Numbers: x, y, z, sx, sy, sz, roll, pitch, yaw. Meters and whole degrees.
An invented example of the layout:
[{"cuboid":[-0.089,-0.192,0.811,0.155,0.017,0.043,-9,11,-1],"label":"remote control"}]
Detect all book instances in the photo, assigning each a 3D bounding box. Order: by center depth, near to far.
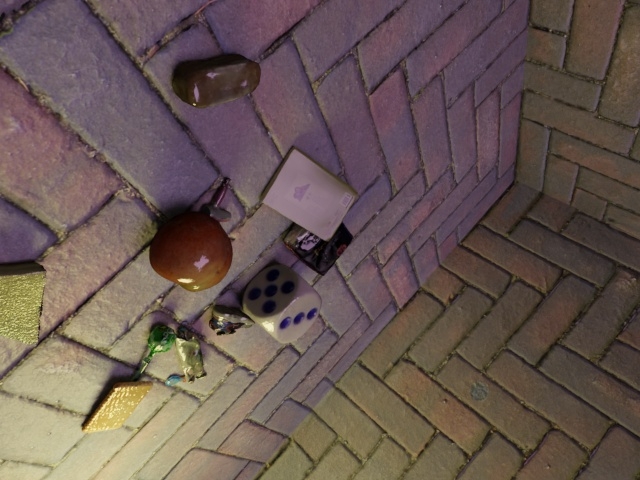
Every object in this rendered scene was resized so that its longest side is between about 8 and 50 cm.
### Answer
[{"cuboid":[-0.033,-0.168,1.751,0.352,0.035,0.239,31,93,-34],"label":"book"}]

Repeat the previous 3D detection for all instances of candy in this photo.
[{"cuboid":[-0.276,-0.436,1.251,0.234,0.104,0.102,-27,139,-35],"label":"candy"},{"cuboid":[-0.626,0.437,1.652,0.323,0.097,0.097,-54,148,13],"label":"candy"}]

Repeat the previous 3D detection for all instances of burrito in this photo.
[{"cuboid":[-0.509,0.450,1.805,0.096,0.066,0.309,-28,136,-30],"label":"burrito"}]

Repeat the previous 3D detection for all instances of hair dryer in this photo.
[{"cuboid":[-0.327,-0.133,1.521,0.106,0.054,0.154,1,115,-56],"label":"hair dryer"}]

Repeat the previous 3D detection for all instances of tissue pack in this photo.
[{"cuboid":[0.000,0.000,1.974,0.245,0.123,0.332,-52,147,-7],"label":"tissue pack"}]

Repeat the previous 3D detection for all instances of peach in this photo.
[{"cuboid":[-0.393,0.031,1.421,0.252,0.252,0.252,-32,141,-30],"label":"peach"}]

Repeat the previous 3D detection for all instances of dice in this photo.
[{"cuboid":[-0.159,0.260,1.911,0.251,0.243,0.259,-46,143,-11],"label":"dice"}]

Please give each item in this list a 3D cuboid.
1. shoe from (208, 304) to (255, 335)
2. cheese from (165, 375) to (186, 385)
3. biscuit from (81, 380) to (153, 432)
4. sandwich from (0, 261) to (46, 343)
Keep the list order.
[{"cuboid":[-0.362,0.340,1.850,0.228,0.099,0.125,31,87,-52],"label":"shoe"},{"cuboid":[-0.581,0.566,1.865,0.111,0.017,0.047,14,111,-55],"label":"cheese"},{"cuboid":[-0.734,0.599,1.664,0.249,0.030,0.160,-51,147,13],"label":"biscuit"},{"cuboid":[-0.830,0.172,1.167,0.212,0.063,0.244,-4,122,-45],"label":"sandwich"}]
